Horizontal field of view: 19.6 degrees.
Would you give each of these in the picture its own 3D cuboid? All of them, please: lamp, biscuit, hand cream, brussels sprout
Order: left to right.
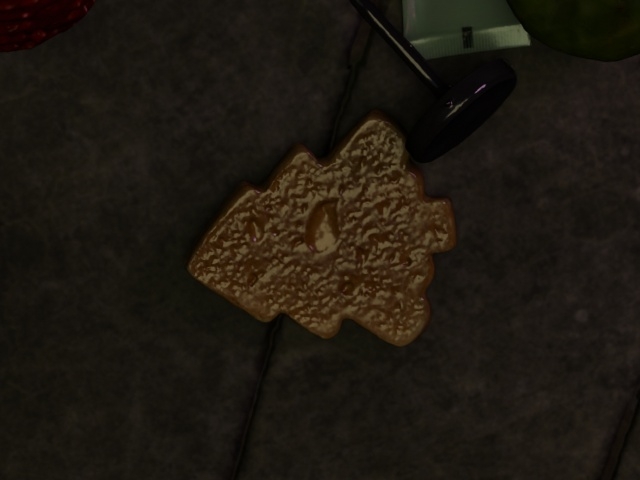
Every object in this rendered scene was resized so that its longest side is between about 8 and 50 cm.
[{"bbox_3d":[0.000,0.000,1.594,0.239,0.041,0.212,-9,108,-5],"label":"biscuit"},{"bbox_3d":[0.006,-0.215,1.503,0.130,0.108,0.371,-42,100,4],"label":"lamp"},{"bbox_3d":[0.107,-0.307,1.527,0.109,0.067,0.320,-8,108,-2],"label":"hand cream"},{"bbox_3d":[0.233,-0.239,1.508,0.162,0.144,0.180,20,109,14],"label":"brussels sprout"}]

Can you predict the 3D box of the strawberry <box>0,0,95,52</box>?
[{"bbox_3d":[-0.256,-0.237,1.413,0.205,0.244,0.205,-1,101,-4],"label":"strawberry"}]
